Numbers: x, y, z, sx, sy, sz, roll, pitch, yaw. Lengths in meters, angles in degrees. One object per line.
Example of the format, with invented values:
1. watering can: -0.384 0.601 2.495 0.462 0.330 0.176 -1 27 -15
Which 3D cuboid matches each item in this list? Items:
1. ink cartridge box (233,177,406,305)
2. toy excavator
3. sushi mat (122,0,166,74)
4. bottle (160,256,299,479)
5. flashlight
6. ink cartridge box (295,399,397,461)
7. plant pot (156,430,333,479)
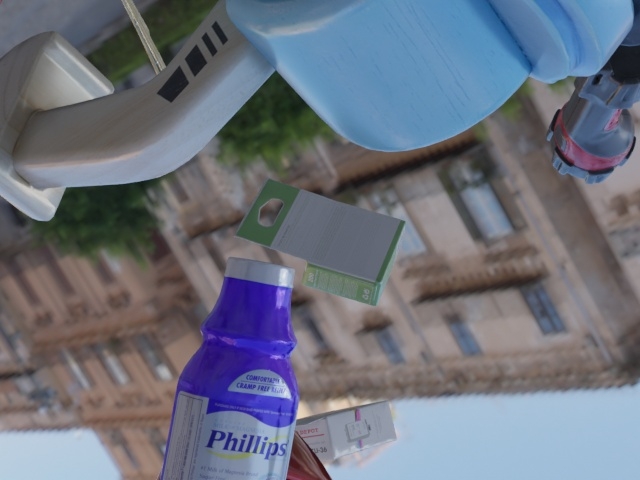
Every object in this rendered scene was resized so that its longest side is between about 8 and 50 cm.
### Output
1. ink cartridge box: 0.000 0.000 2.066 0.235 0.056 0.171 16 -142 8
2. toy excavator: -0.022 -0.156 0.924 0.445 0.222 0.433 -50 -136 -7
3. sushi mat: -0.284 -0.373 1.799 0.019 0.316 0.151 -27 -140 -3
4. bottle: -0.080 0.159 1.274 0.118 0.282 0.092 13 176 -32
5. flashlight: 0.320 -0.151 1.463 0.304 0.103 0.103 96 19 -75
6. ink cartridge box: 0.007 0.292 2.003 0.115 0.067 0.198 -16 173 39
7. plant pot: -0.090 0.337 1.589 0.275 0.275 0.243 -29 -162 2
